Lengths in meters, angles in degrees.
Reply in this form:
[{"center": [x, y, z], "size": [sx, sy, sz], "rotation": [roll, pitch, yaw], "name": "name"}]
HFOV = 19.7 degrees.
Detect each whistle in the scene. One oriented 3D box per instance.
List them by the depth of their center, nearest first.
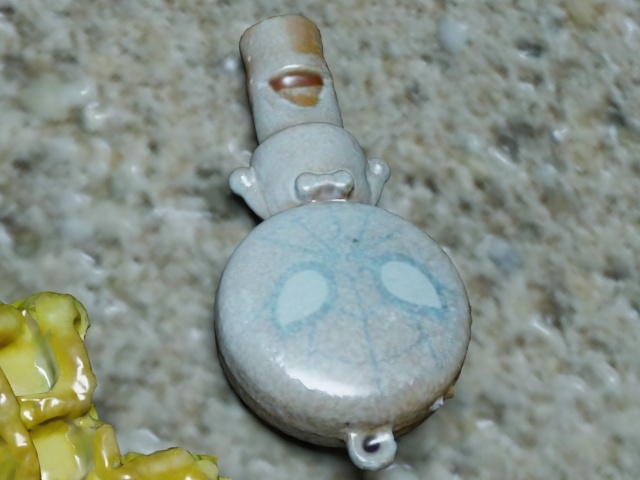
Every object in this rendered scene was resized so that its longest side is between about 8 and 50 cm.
[{"center": [0.000, 0.000, 0.785], "size": [0.107, 0.057, 0.220], "rotation": [-6, 60, -14], "name": "whistle"}]

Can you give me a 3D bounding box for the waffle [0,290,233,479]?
[{"center": [-0.089, 0.134, 0.663], "size": [0.253, 0.056, 0.249], "rotation": [18, 57, -14], "name": "waffle"}]
